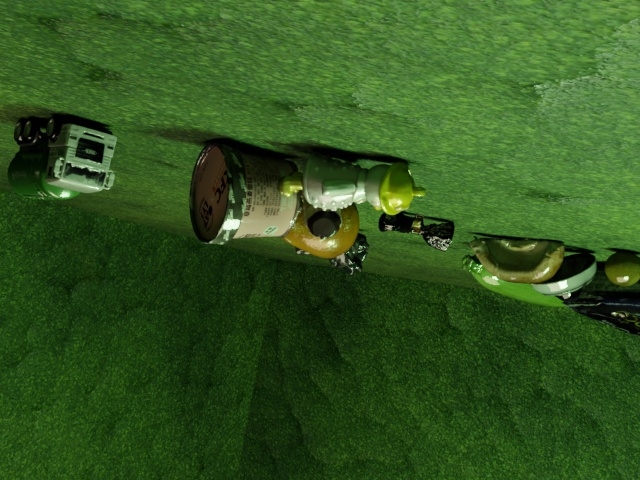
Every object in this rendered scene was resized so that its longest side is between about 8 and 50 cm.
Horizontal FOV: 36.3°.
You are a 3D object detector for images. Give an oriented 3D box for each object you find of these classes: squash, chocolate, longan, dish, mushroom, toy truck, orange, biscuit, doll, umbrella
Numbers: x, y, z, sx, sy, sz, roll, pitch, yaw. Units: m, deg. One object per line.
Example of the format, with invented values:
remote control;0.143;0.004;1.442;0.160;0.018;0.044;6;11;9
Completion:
squash;0.496;0.093;2.298;0.395;0.107;0.107;14;175;-28
chocolate;0.184;-0.028;1.879;0.147;0.070;0.072;22;-177;-13
longan;0.579;0.049;1.847;0.083;0.075;0.075;-30;179;-5
dish;0.500;0.090;1.976;0.141;0.078;0.141;-22;-169;5
mushroom;0.396;0.038;1.957;0.209;0.094;0.072;1;167;42
toy truck;-0.420;-0.126;1.556;0.101;0.125;0.242;15;173;-37
orange;-0.006;-0.039;1.699;0.156;0.124;0.156;26;-176;-2
biscuit;-0.002;-0.054;1.488;0.061;0.055;0.219;-30;-164;8
doll;0.046;-0.078;1.357;0.207;0.081;0.129;6;-167;21
umbrella;0.000;-0.001;2.308;0.110;0.122;0.272;-42;142;24

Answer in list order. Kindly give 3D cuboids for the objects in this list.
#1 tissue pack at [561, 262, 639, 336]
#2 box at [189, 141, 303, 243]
tissue pack;0.706;0.137;2.093;0.245;0.123;0.332;26;170;-20
box;-0.110;-0.068;1.472;0.135;0.151;0.151;2;180;-31
